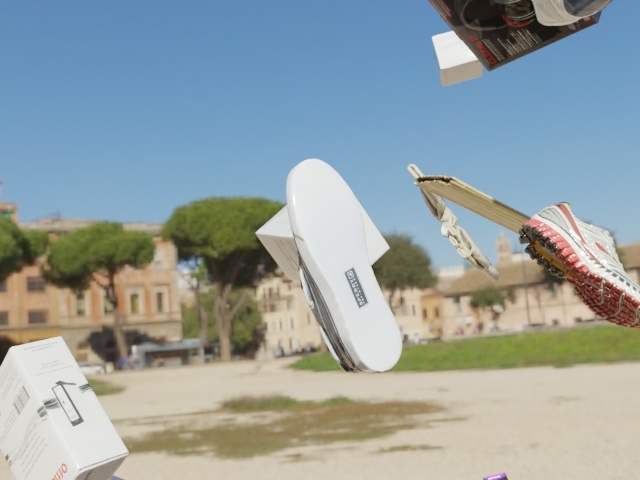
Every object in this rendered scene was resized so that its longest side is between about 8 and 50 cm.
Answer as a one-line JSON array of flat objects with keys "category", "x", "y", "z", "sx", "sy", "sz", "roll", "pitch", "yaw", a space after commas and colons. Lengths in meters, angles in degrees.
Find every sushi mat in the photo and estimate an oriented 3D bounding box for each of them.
[{"category": "sushi mat", "x": 0.310, "y": -0.032, "z": 1.505, "sx": 0.316, "sy": 0.019, "sz": 0.151, "roll": 25, "pitch": -2, "yaw": -14}]

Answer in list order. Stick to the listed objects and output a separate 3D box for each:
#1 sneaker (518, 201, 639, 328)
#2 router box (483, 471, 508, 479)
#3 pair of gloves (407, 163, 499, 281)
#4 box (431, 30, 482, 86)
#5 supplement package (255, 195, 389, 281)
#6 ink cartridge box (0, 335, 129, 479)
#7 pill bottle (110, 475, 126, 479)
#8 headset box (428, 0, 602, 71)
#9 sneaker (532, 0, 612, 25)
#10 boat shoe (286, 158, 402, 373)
[{"category": "sneaker", "x": 0.389, "y": 0.030, "z": 1.283, "sx": 0.093, "sy": 0.225, "sz": 0.088, "roll": -41, "pitch": -12, "yaw": -23}, {"category": "router box", "x": 0.325, "y": 0.512, "z": 1.613, "sx": 0.046, "sy": 0.133, "sz": 0.179, "roll": -13, "pitch": -47, "yaw": -3}, {"category": "pair of gloves", "x": 0.256, "y": -0.030, "z": 1.829, "sx": 0.042, "sy": 0.240, "sz": 0.204, "roll": -37, "pitch": -29, "yaw": 9}, {"category": "box", "x": 0.314, "y": -0.421, "z": 2.115, "sx": 0.102, "sy": 0.087, "sz": 0.101, "roll": -15, "pitch": -17, "yaw": 5}, {"category": "supplement package", "x": 0.000, "y": 0.000, "z": 1.862, "sx": 0.139, "sy": 0.134, "sz": 0.244, "roll": -42, "pitch": 21, "yaw": -18}, {"category": "ink cartridge box", "x": -0.366, "y": 0.258, "z": 1.258, "sx": 0.086, "sy": 0.203, "sz": 0.148, "roll": -10, "pitch": -34, "yaw": -48}, {"category": "pill bottle", "x": -0.384, "y": 0.529, "z": 1.480, "sx": 0.160, "sy": 0.283, "sz": 0.160, "roll": 7, "pitch": -37, "yaw": 5}, {"category": "headset box", "x": 0.364, "y": -0.470, "z": 1.781, "sx": 0.218, "sy": 0.110, "sz": 0.293, "roll": 43, "pitch": -37, "yaw": -25}, {"category": "sneaker", "x": 0.301, "y": -0.415, "z": 1.100, "sx": 0.130, "sy": 0.323, "sz": 0.236, "roll": 10, "pitch": -25, "yaw": -23}, {"category": "boat shoe", "x": 0.014, "y": 0.041, "z": 1.260, "sx": 0.108, "sy": 0.301, "sz": 0.102, "roll": -26, "pitch": 5, "yaw": -36}]
